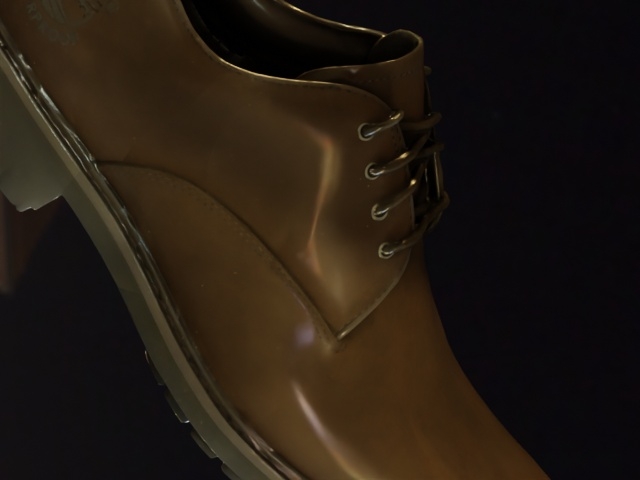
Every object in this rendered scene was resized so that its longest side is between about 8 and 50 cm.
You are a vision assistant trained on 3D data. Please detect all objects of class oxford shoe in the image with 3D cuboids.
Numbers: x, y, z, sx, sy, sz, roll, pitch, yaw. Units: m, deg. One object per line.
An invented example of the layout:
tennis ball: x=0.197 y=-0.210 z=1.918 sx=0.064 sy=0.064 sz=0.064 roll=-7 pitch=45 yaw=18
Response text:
oxford shoe: x=0.000 y=0.000 z=0.480 sx=0.227 sy=0.096 sz=0.083 roll=52 pitch=21 yaw=-9
